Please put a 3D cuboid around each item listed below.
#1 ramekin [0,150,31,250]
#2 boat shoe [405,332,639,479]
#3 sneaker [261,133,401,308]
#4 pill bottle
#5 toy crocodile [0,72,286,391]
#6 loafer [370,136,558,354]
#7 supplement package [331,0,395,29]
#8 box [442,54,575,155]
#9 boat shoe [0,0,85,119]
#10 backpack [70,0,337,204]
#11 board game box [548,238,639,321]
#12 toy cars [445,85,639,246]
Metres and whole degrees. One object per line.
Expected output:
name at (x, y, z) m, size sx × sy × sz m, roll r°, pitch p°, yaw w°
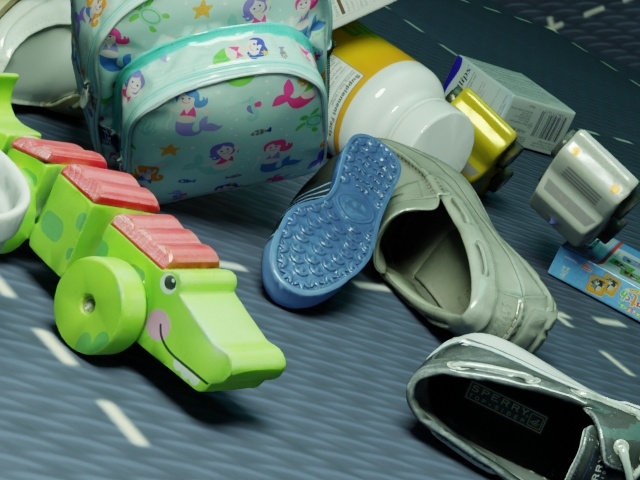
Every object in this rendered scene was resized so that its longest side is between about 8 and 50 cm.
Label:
ramekin at (-0.291, -0.018, 1.091) m, size 0.207 × 0.109 × 0.207 m, roll 24°, pitch 16°, yaw -7°
boat shoe at (0.202, 0.157, 1.292) m, size 0.301 × 0.108 × 0.102 m, roll 27°, pitch 16°, yaw 14°
sneaker at (0.000, 0.000, 1.539) m, size 0.081 × 0.090 × 0.232 m, roll 37°, pitch 38°, yaw -1°
pill bottle at (0.048, -0.150, 1.951) m, size 0.136 × 0.136 × 0.246 m, roll 6°, pitch 25°, yaw -49°
toy crocodile at (-0.152, -0.004, 1.259) m, size 0.340 × 0.105 × 0.115 m, roll 38°, pitch 20°, yaw 35°
loafer at (0.093, -0.007, 1.625) m, size 0.111 × 0.112 × 0.319 m, roll 23°, pitch 15°, yaw -39°
supplement package at (-0.076, -0.296, 1.885) m, size 0.177 × 0.293 × 0.175 m, roll -115°, pitch 180°, yaw -65°
box at (0.255, -0.186, 2.485) m, size 0.126 × 0.072 × 0.137 m, roll 12°, pitch 22°, yaw -39°
boat shoe at (-0.228, -0.171, 1.650) m, size 0.103 × 0.113 × 0.302 m, roll 33°, pitch 20°, yaw 8°
backpack at (-0.096, -0.160, 1.504) m, size 0.225 × 0.253 × 0.191 m, roll -11°, pitch 53°, yaw -11°
board game box at (0.360, 0.056, 1.953) m, size 0.211 × 0.039 × 0.160 m, roll 28°, pitch 16°, yaw 12°
toy cars at (0.207, -0.065, 1.934) m, size 0.176 × 0.087 × 0.394 m, roll 53°, pitch -12°, yaw -31°
